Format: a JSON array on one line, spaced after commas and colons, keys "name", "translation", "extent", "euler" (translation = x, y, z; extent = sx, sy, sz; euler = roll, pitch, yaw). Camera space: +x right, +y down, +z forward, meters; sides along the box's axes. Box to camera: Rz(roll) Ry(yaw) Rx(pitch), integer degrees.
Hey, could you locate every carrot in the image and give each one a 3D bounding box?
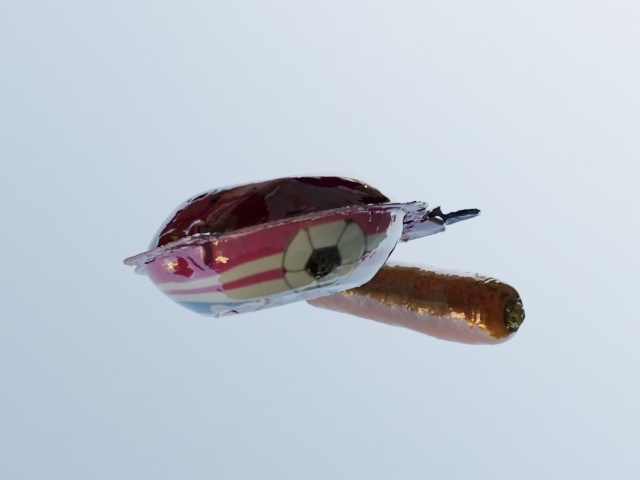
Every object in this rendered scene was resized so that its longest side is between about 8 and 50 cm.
[{"name": "carrot", "translation": [0.086, 0.051, 0.992], "extent": [0.067, 0.225, 0.067], "euler": [-18, -68, -51]}]

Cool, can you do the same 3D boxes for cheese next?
[{"name": "cheese", "translation": [0.000, 0.000, 0.584], "extent": [0.244, 0.155, 0.062], "euler": [-5, -99, -53]}]
